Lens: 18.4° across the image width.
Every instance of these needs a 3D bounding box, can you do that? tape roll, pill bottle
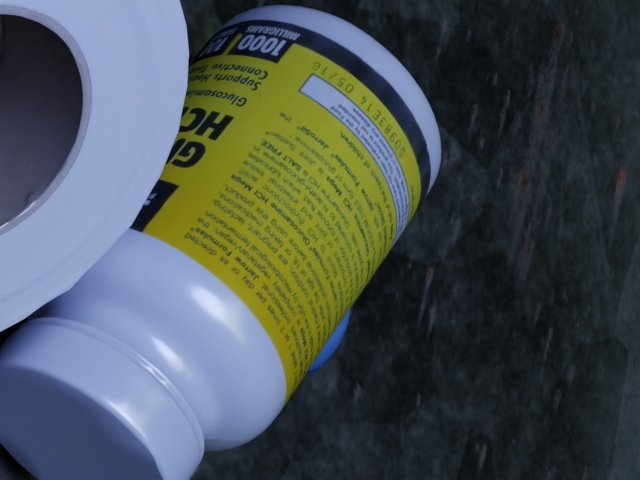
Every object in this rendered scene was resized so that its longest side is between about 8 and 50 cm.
[{"bbox_3d":[-0.215,-0.080,1.098,0.286,0.100,0.286,-25,134,-29],"label":"tape roll"},{"bbox_3d":[-0.072,0.013,1.288,0.334,0.188,0.188,-55,127,-35],"label":"pill bottle"}]

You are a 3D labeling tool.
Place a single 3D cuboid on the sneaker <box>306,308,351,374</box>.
[{"bbox_3d":[0.000,0.000,1.478,0.082,0.069,0.209,82,17,-62],"label":"sneaker"}]
